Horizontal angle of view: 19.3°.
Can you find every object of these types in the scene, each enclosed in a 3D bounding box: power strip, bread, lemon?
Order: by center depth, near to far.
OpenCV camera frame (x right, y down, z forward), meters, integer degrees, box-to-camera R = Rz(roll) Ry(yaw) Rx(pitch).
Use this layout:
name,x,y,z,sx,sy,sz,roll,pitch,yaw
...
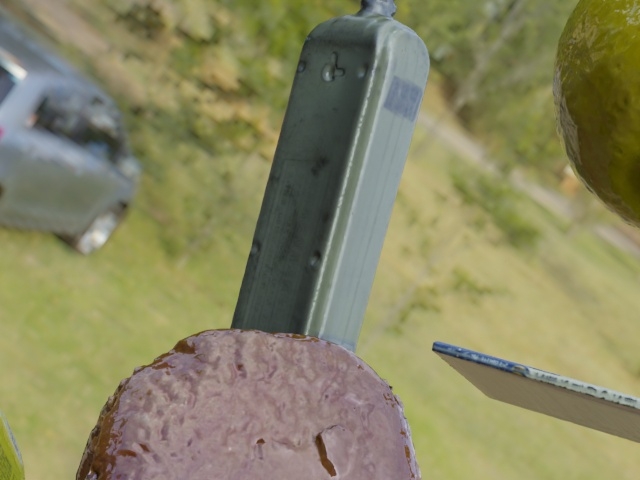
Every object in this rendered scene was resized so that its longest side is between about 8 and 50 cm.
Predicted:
name,x,y,z,sx,sy,sz,roll,pitch,yaw
bread,-0.033,0.139,0.956,0.199,0.199,0.104,39,-32,12
power strip,0.000,0.000,1.310,0.092,0.387,0.066,10,-6,43
lemon,0.397,-0.163,1.922,0.348,0.348,0.348,36,9,-7

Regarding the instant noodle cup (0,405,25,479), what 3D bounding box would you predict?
name,x,y,z,sx,sy,sz,roll,pitch,yaw
instant noodle cup,-0.409,0.193,1.776,0.264,0.264,0.200,42,-16,31

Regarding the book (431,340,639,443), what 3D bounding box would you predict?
name,x,y,z,sx,sy,sz,roll,pitch,yaw
book,0.284,0.167,1.837,0.322,0.018,0.228,16,-11,23
